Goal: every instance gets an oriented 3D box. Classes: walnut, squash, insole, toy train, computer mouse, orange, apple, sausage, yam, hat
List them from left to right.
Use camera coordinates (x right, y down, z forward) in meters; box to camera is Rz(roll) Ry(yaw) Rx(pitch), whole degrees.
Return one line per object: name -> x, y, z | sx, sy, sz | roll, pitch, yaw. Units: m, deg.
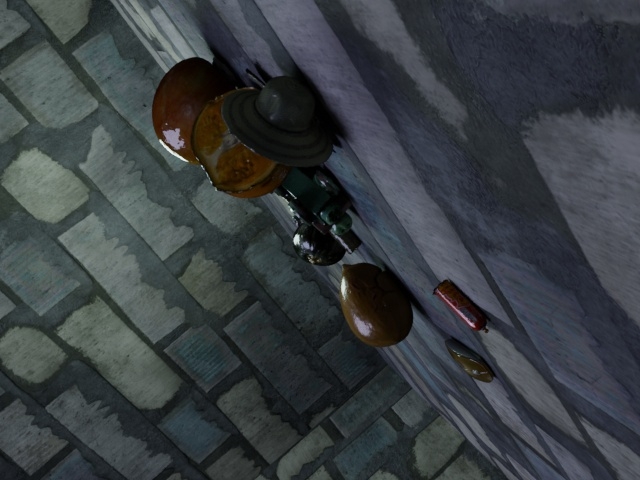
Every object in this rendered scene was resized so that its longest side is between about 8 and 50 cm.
apple -> -0.362, -0.362, 1.986 | 0.301, 0.301, 0.301 | 49, 173, 8
orange -> -0.190, -0.241, 1.736 | 0.274, 0.274, 0.310 | 53, 178, -23
hat -> -0.069, -0.268, 1.362 | 0.252, 0.252, 0.110 | 48, 131, 22
insole -> -0.070, -0.298, 1.558 | 0.348, 0.009, 0.119 | 47, -170, 32
toy train -> -0.027, -0.122, 1.876 | 0.304, 0.150, 0.221 | 44, -179, 36
squash -> -0.002, 0.005, 2.242 | 0.193, 0.156, 0.193 | 8, 177, 0
yam -> 0.029, -0.063, 2.117 | 0.253, 0.061, 0.061 | 49, 173, 8
walnut -> 0.155, 0.184, 2.061 | 0.298, 0.203, 0.203 | 52, 174, 15
sausage -> 0.308, 0.148, 1.470 | 0.145, 0.050, 0.048 | 47, 132, 28
computer mouse -> 0.402, 0.331, 1.867 | 0.102, 0.045, 0.199 | 50, 175, -20

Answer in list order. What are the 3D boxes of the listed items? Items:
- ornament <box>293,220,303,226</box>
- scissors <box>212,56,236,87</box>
ornament -> -0.054, -0.081, 2.465 | 0.203, 0.088, 0.081 | 56, 170, -31
scissors -> -0.255, -0.452, 2.023 | 0.110, 0.021, 0.212 | 40, 168, 41
